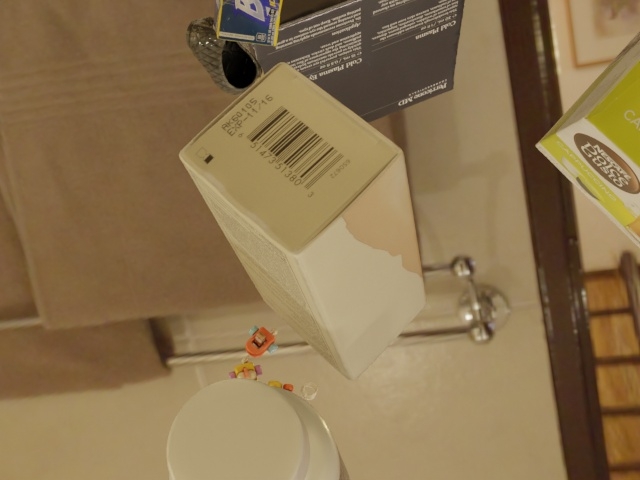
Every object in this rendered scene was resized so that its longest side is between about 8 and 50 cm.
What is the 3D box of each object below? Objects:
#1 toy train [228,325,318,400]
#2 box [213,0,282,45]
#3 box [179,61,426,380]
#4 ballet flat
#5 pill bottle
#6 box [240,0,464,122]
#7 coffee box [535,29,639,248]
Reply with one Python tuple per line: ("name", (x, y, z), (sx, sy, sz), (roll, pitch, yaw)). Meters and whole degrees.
("toy train", (-0.087, 0.226, 1.536), (0.125, 0.166, 0.046), (-39, 162, -19))
("box", (-0.059, -0.268, 0.807), (0.059, 0.169, 0.054), (5, -160, -13))
("box", (0.000, 0.000, 0.813), (0.121, 0.311, 0.148), (-44, -114, -12))
("ballet flat", (-0.102, -0.207, 1.034), (0.049, 0.057, 0.173), (21, 176, 21))
("pill bottle", (-0.061, 0.259, 0.952), (0.176, 0.318, 0.176), (-3, -117, 6))
("box", (0.032, -0.331, 1.375), (0.343, 0.179, 0.312), (-22, 153, -9))
("coffee box", (0.620, -0.183, 1.459), (0.338, 0.337, 0.334), (-46, 179, 0))
